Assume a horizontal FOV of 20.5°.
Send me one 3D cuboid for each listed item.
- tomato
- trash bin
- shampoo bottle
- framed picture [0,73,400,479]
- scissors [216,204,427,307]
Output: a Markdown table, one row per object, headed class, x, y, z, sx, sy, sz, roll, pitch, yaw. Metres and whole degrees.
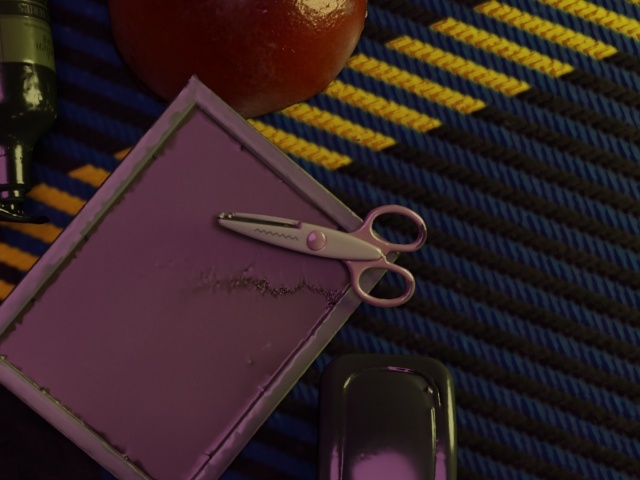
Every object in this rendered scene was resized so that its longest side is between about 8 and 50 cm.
| class | x | y | z | sx | sy | sz | roll | pitch | yaw |
| --- | --- | --- | --- | --- | --- | --- | --- | --- | --- |
| tomato | -0.064 | -0.206 | 1.465 | 0.228 | 0.112 | 0.199 | -40 | 86 | -6 |
| trash bin | 0.041 | 0.180 | 1.335 | 0.101 | 0.236 | 0.177 | 1 | 80 | -3 |
| shampoo bottle | -0.268 | -0.153 | 1.449 | 0.101 | 0.101 | 0.284 | -6 | 80 | -3 |
| framed picture | -0.110 | 0.049 | 1.440 | 0.231 | 0.018 | 0.293 | 41 | 81 | -8 |
| scissors | 0.000 | 0.000 | 1.444 | 0.176 | 0.022 | 0.085 | 13 | 92 | -15 |
